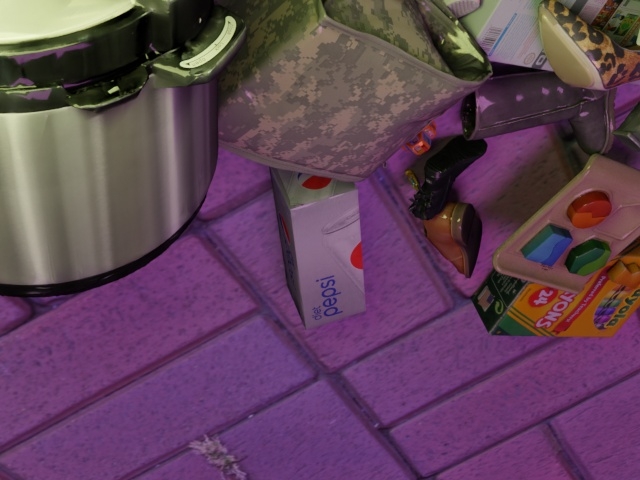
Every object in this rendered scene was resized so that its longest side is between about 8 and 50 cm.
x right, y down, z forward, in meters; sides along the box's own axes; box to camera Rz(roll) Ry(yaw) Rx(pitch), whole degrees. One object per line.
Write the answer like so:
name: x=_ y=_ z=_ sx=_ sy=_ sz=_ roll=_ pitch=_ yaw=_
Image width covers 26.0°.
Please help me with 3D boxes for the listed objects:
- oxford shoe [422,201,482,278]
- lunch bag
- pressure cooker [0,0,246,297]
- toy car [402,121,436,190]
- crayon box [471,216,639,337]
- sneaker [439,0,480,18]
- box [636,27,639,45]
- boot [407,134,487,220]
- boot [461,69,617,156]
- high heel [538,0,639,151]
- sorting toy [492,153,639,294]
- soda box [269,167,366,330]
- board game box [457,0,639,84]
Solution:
oxford shoe: x=0.194 y=-0.007 z=2.041 sx=0.076 sy=0.076 sz=0.212 roll=10 pitch=158 yaw=19
lunch bag: x=0.025 y=-0.194 z=1.606 sx=0.287 sy=0.169 sz=0.235 roll=21 pitch=134 yaw=-37
pressure cooker: x=-0.270 y=-0.195 z=1.288 sx=0.370 sy=0.375 sz=0.420 roll=-11 pitch=142 yaw=-12
toy car: x=0.140 y=-0.114 z=1.886 sx=0.060 sy=0.040 sz=0.122 roll=-24 pitch=143 yaw=0
crayon box: x=0.428 y=0.064 z=2.230 sx=0.319 sy=0.081 sz=0.202 roll=2 pitch=136 yaw=-31
sneaker: x=0.135 y=-0.296 z=1.660 sx=0.051 sy=0.070 sz=0.134 roll=10 pitch=162 yaw=-41
box: x=0.463 y=-0.295 z=1.613 sx=0.130 sy=0.091 sz=0.170 roll=2 pitch=108 yaw=-31
boot: x=0.174 y=-0.085 z=1.913 sx=0.121 sy=0.045 sz=0.099 roll=-33 pitch=151 yaw=-34
boot: x=0.295 y=-0.166 z=1.879 sx=0.208 sy=0.076 sz=0.189 roll=-21 pitch=131 yaw=-14
high heel: x=0.372 y=-0.254 z=1.680 sx=0.186 sy=0.093 sz=0.261 roll=-52 pitch=125 yaw=-8
sorting toy: x=0.424 y=-0.004 z=2.046 sx=0.307 sy=0.041 sz=0.229 roll=15 pitch=127 yaw=-40
soda box: x=0.000 y=0.000 z=1.909 sx=0.098 sy=0.091 sz=0.286 roll=-17 pitch=143 yaw=-9
board game box: x=0.330 y=-0.317 z=1.692 sx=0.303 sy=0.097 sz=0.224 roll=5 pitch=134 yaw=-32
